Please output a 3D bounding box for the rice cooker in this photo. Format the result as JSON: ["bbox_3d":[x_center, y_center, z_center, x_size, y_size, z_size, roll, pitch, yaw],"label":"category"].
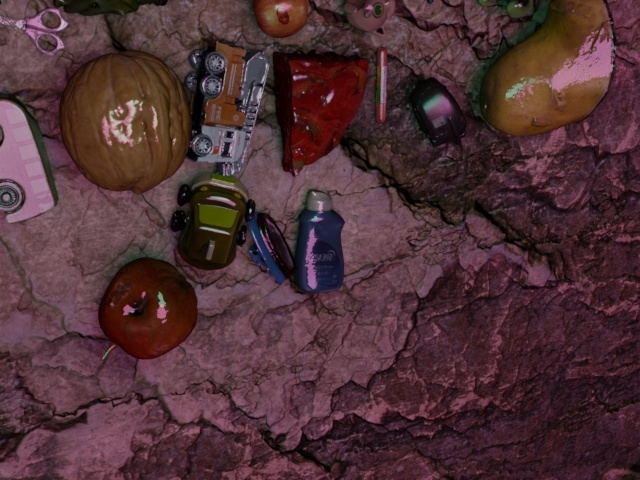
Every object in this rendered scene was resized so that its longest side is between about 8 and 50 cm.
[{"bbox_3d":[0.326,-0.350,1.984,0.118,0.142,0.203,-29,114,6],"label":"rice cooker"}]

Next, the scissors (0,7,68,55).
[{"bbox_3d":[-0.695,-0.500,1.653,0.212,0.021,0.110,10,102,-22],"label":"scissors"}]

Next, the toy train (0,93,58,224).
[{"bbox_3d":[-0.727,-0.201,1.684,0.159,0.129,0.326,-19,112,-18],"label":"toy train"}]

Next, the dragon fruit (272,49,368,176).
[{"bbox_3d":[0.019,-0.318,1.843,0.286,0.228,0.329,-1,106,-20],"label":"dragon fruit"}]

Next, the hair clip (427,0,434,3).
[{"bbox_3d":[0.278,-0.746,1.898,0.070,0.039,0.230,-10,115,-15],"label":"hair clip"}]

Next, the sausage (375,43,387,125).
[{"bbox_3d":[0.167,-0.425,1.965,0.029,0.029,0.223,-6,109,-17],"label":"sausage"}]

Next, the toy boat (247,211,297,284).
[{"bbox_3d":[-0.149,0.018,1.979,0.097,0.100,0.223,-17,111,26],"label":"toy boat"}]

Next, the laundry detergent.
[{"bbox_3d":[0.000,0.000,2.013,0.143,0.094,0.290,-5,109,-20],"label":"laundry detergent"}]

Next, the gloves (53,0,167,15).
[{"bbox_3d":[-0.488,-0.580,1.657,0.268,0.107,0.135,-10,80,-13],"label":"gloves"}]

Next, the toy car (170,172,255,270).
[{"bbox_3d":[-0.279,-0.023,1.825,0.204,0.198,0.248,12,126,-13],"label":"toy car"}]

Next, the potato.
[{"bbox_3d":[0.592,-0.472,1.945,0.296,0.290,0.397,-9,130,-13],"label":"potato"}]

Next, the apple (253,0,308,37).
[{"bbox_3d":[-0.093,-0.573,1.764,0.131,0.146,0.146,-9,112,7],"label":"apple"}]

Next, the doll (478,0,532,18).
[{"bbox_3d":[0.453,-0.725,1.882,0.322,0.186,0.198,22,131,-41],"label":"doll"}]

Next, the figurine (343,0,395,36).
[{"bbox_3d":[0.122,-0.600,1.842,0.138,0.125,0.125,14,103,-38],"label":"figurine"}]

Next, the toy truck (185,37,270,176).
[{"bbox_3d":[-0.243,-0.323,1.807,0.184,0.133,0.338,4,104,-29],"label":"toy truck"}]

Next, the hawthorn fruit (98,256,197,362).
[{"bbox_3d":[-0.443,0.173,1.846,0.258,0.258,0.262,37,124,-25],"label":"hawthorn fruit"}]

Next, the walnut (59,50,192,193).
[{"bbox_3d":[-0.448,-0.270,1.670,0.332,0.333,0.333,-6,109,-17],"label":"walnut"}]
